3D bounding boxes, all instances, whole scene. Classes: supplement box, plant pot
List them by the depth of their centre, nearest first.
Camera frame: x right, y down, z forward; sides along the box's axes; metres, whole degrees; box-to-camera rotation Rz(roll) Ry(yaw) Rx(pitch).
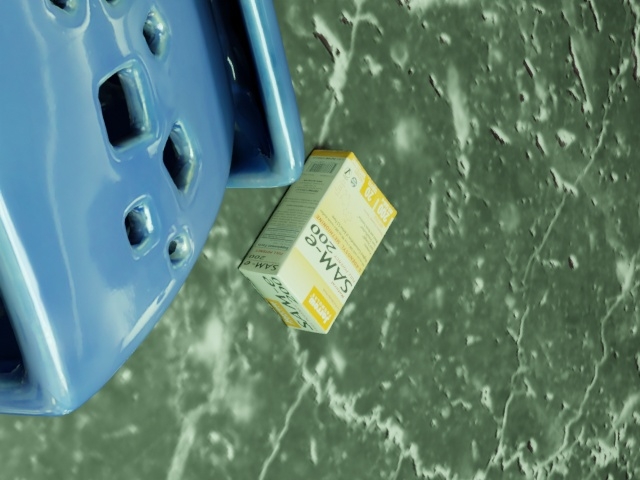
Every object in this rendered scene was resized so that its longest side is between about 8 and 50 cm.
[{"bbox_3d":[-0.150,-0.088,0.572,0.212,0.236,0.236,-39,123,-45],"label":"plant pot"},{"bbox_3d":[0.000,0.000,0.883,0.062,0.036,0.098,51,59,-38],"label":"supplement box"}]
